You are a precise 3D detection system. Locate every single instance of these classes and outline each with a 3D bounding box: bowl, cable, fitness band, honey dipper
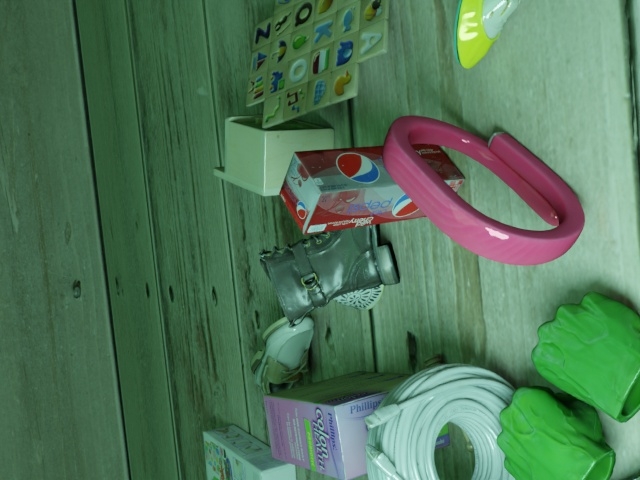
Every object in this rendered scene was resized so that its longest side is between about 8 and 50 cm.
[{"bbox_3d":[0.037,0.052,1.366,0.170,0.080,0.170,21,115,55],"label":"bowl"},{"bbox_3d":[0.188,0.300,1.017,0.257,0.257,0.089,59,151,4],"label":"cable"},{"bbox_3d":[0.204,-0.075,0.948,0.291,0.209,0.054,52,136,38],"label":"fitness band"},{"bbox_3d":[0.211,0.260,1.185,0.030,0.030,0.161,-49,60,51],"label":"honey dipper"}]

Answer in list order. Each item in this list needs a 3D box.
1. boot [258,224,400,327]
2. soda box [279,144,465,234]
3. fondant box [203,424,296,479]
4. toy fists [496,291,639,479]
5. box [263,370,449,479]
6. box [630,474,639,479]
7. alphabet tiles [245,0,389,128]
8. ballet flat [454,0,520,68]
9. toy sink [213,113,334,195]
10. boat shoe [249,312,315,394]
[{"bbox_3d":[0.000,0.000,1.278,0.091,0.229,0.263,24,-130,-76],"label":"boot"},{"bbox_3d":[0.078,-0.081,1.096,0.092,0.263,0.083,59,141,33],"label":"soda box"},{"bbox_3d":[-0.173,0.614,1.812,0.330,0.096,0.238,7,102,56],"label":"fondant box"},{"bbox_3d":[0.316,0.199,0.921,0.142,0.096,0.279,38,120,43],"label":"toy fists"},{"bbox_3d":[0.056,0.306,1.265,0.243,0.213,0.117,-13,85,57],"label":"box"},{"bbox_3d":[0.433,0.373,0.836,0.233,0.044,0.159,64,144,27],"label":"box"},{"bbox_3d":[-0.012,-0.354,1.291,0.342,0.011,0.285,-10,69,44],"label":"alphabet tiles"},{"bbox_3d":[0.230,-0.344,0.985,0.077,0.077,0.231,17,110,38],"label":"ballet flat"},{"bbox_3d":[-0.100,-0.179,1.467,0.234,0.152,0.131,25,117,55],"label":"toy sink"},{"bbox_3d":[-0.068,0.247,1.559,0.103,0.113,0.302,65,155,23],"label":"boat shoe"}]
